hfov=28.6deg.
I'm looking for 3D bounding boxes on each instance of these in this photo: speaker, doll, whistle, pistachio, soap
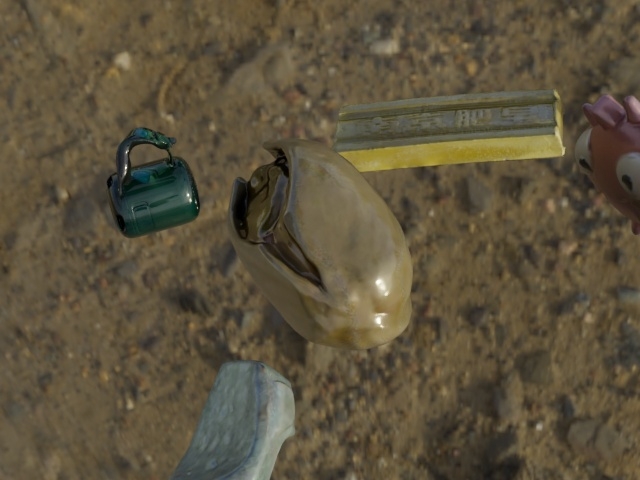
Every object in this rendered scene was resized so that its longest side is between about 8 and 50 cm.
[{"bbox_3d":[-0.143,-0.046,1.059,0.075,0.094,0.060,-17,59,-6],"label":"speaker"},{"bbox_3d":[0.371,-0.074,1.386,0.093,0.211,0.262,-39,27,-14],"label":"doll"},{"bbox_3d":[-0.049,0.174,0.650,0.122,0.123,0.223,9,72,11],"label":"whistle"},{"bbox_3d":[0.000,0.000,1.137,0.138,0.153,0.238,-45,60,11],"label":"pistachio"},{"bbox_3d":[0.141,-0.121,1.383,0.252,0.037,0.092,-4,41,12],"label":"soap"}]
